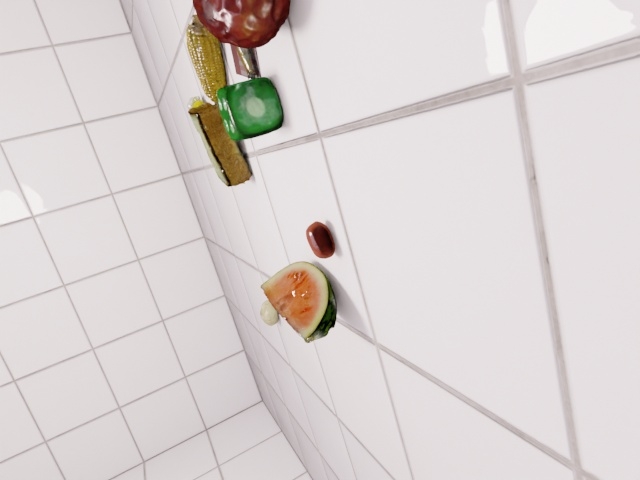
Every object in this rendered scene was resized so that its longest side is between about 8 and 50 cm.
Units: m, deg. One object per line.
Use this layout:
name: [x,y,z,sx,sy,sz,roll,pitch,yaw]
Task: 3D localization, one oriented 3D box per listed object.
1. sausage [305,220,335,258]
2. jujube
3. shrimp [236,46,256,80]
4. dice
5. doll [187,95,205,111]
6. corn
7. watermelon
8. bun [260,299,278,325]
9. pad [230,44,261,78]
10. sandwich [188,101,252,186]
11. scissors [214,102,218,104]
sausage: [0.000,0.000,1.015,0.054,0.059,0.094,-167,52,-80]
jujube: [-0.156,-0.463,0.807,0.250,0.174,0.174,44,148,43]
shrimp: [-0.169,-0.455,1.005,0.161,0.049,0.166,45,150,43]
dice: [-0.174,-0.320,1.033,0.120,0.131,0.128,25,134,61]
doll: [-0.502,-0.536,1.730,0.162,0.062,0.106,36,138,56]
corn: [-0.340,-0.545,1.281,0.097,0.097,0.262,52,160,37]
watermelon: [-0.029,0.165,1.162,0.128,0.159,0.303,47,173,-37]
bun: [-0.234,0.324,1.884,0.115,0.069,0.115,50,151,42]
pad: [-0.215,-0.568,1.073,0.202,0.005,0.300,41,146,51]
sandwich: [-0.356,-0.336,1.468,0.249,0.095,0.273,38,153,57]
scissors: [-0.355,-0.477,1.425,0.110,0.021,0.212,50,165,46]
